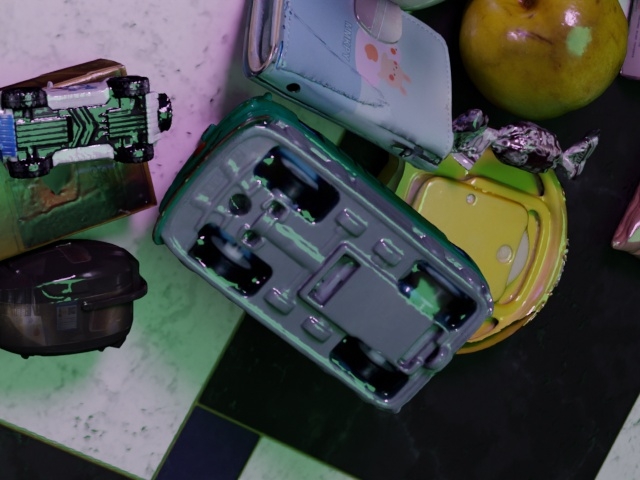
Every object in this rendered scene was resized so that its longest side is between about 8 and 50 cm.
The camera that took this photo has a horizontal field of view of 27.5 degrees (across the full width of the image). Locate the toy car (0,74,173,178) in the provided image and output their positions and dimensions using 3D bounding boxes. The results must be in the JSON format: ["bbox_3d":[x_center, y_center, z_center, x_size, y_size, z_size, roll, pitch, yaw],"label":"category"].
[{"bbox_3d":[-0.219,-0.110,1.212,0.170,0.070,0.080,-11,108,-28],"label":"toy car"}]

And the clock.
[{"bbox_3d":[0.163,-0.006,1.569,0.293,0.071,0.277,24,91,-27],"label":"clock"}]

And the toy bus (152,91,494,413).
[{"bbox_3d":[0.000,0.000,1.355,0.343,0.199,0.183,39,104,-19],"label":"toy bus"}]

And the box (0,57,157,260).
[{"bbox_3d":[-0.290,-0.068,1.263,0.240,0.071,0.159,-21,111,-26],"label":"box"}]

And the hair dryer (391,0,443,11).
[{"bbox_3d":[0.123,-0.329,1.347,0.237,0.206,0.075,19,56,-56],"label":"hair dryer"}]

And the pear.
[{"bbox_3d":[0.258,-0.234,1.504,0.200,0.200,0.200,-9,108,-31],"label":"pear"}]

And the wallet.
[{"bbox_3d":[0.035,-0.193,1.389,0.250,0.075,0.176,25,52,-33],"label":"wallet"}]

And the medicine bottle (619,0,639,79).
[{"bbox_3d":[0.487,-0.284,1.715,0.201,0.052,0.171,4,101,-35],"label":"medicine bottle"}]

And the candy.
[{"bbox_3d":[0.233,-0.108,1.493,0.226,0.094,0.051,9,58,-36],"label":"candy"}]

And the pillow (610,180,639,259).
[{"bbox_3d":[0.509,-0.042,1.774,0.236,0.084,0.223,28,89,-33],"label":"pillow"}]

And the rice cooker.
[{"bbox_3d":[-0.256,0.057,1.293,0.165,0.112,0.106,0,109,-30],"label":"rice cooker"}]
